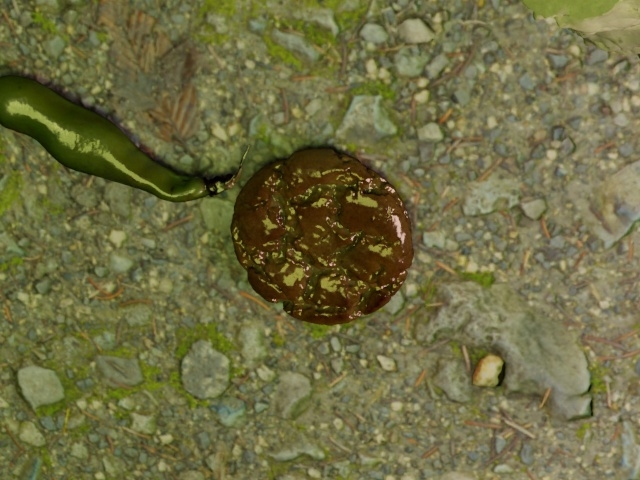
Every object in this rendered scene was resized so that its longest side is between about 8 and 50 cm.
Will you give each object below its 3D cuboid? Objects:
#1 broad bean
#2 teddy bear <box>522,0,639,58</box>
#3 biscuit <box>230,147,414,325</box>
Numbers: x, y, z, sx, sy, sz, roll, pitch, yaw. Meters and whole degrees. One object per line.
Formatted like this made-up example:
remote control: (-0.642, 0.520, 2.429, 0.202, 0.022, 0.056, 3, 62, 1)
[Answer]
broad bean: (-0.243, -0.114, 1.757, 0.318, 0.056, 0.098, 16, 114, -2)
teddy bear: (0.301, -0.313, 1.363, 0.327, 0.362, 0.375, 34, 116, 17)
biscuit: (0.000, 0.000, 1.766, 0.226, 0.042, 0.226, 6, 120, 10)
